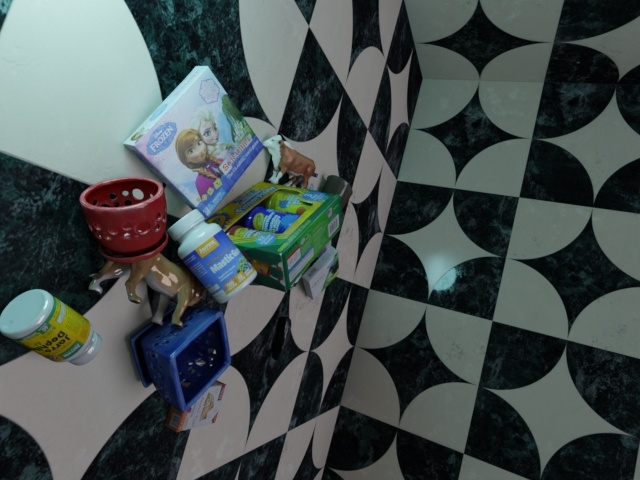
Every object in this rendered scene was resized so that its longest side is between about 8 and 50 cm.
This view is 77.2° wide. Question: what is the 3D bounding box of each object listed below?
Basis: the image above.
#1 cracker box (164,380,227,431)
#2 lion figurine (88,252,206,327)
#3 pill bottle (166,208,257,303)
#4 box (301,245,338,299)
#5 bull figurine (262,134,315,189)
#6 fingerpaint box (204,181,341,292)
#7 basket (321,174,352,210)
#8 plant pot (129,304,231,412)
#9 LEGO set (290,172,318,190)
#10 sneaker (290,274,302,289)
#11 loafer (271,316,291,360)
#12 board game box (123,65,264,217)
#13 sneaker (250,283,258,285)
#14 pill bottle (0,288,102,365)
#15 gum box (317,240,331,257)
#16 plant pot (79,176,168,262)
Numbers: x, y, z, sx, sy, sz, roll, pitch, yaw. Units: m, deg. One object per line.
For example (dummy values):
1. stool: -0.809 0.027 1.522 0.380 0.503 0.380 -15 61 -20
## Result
1. cracker box: -0.467 0.623 1.528 0.232 0.067 0.155 36 69 -65
2. lion figurine: -0.475 0.103 1.181 0.392 0.142 0.240 58 36 -51
3. pill bottle: -0.332 0.044 1.219 0.272 0.152 0.152 52 42 -10
4. box: 0.008 0.187 2.202 0.232 0.058 0.322 -46 161 -16
5. bull figurine: -0.137 -0.321 1.722 0.310 0.101 0.188 17 102 -50
6. fingerpaint box: -0.179 -0.043 1.470 0.445 0.371 0.163 -47 142 -48
7. basket: 0.061 -0.209 2.199 0.226 0.154 0.204 -64 152 -20
8. plant pot: -0.446 0.348 1.266 0.236 0.212 0.236 -43 138 -52
9. LEGO set: -0.098 -0.268 1.964 0.244 0.060 0.182 -58 154 -19
10. sneaker: -0.152 0.151 1.959 0.235 0.094 0.153 86 18 -53
11. loafer: -0.194 0.505 2.061 0.078 0.076 0.223 28 72 -57
12. board game box: -0.356 -0.286 1.205 0.318 0.066 0.318 -57 140 -18
13. sneaker: -0.233 0.151 1.745 0.262 0.125 0.104 -22 122 -62
14. pill bottle: -0.618 0.214 0.939 0.117 0.118 0.208 -63 152 -30
15. gum box: 0.000 0.000 2.207 0.062 0.107 0.188 -29 127 -60
16. plant pot: -0.484 -0.049 1.021 0.191 0.191 0.174 -47 144 -49
